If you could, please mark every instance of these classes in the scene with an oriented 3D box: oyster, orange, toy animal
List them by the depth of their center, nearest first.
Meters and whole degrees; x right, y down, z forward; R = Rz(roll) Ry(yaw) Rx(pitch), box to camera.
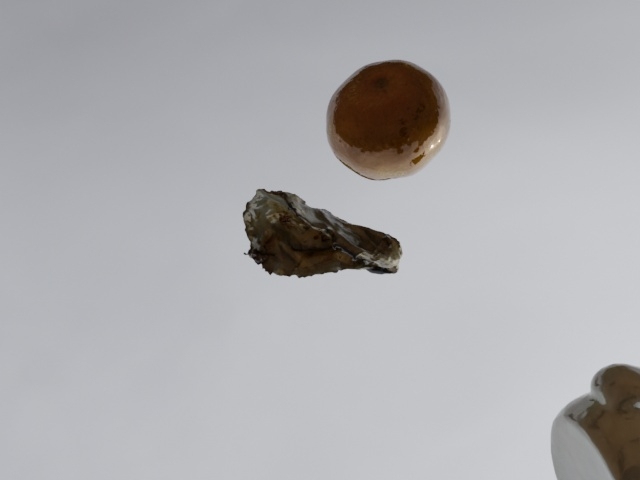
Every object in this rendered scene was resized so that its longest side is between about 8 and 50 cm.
[{"bbox_3d":[0.086,-0.145,0.727,0.159,0.136,0.159,-7,-127,10],"label":"orange"},{"bbox_3d":[0.518,0.277,0.804,0.368,0.241,0.196,-4,-167,-9],"label":"toy animal"},{"bbox_3d":[0.001,-0.007,1.179,0.337,0.197,0.133,14,-135,20],"label":"oyster"}]
